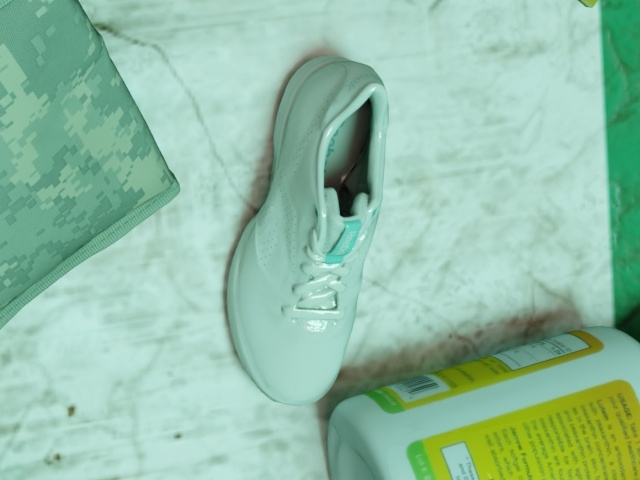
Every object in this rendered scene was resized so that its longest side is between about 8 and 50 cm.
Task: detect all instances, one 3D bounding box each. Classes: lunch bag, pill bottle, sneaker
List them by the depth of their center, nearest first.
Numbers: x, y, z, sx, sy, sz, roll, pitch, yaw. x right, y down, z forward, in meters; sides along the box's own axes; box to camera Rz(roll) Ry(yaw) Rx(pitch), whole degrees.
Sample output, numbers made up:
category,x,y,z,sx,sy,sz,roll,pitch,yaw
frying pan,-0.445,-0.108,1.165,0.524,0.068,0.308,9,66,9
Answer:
category,x,y,z,sx,sy,sz,roll,pitch,yaw
lunch bag,-0.243,-0.034,0.893,0.287,0.169,0.235,-40,152,-9
sneaker,0.000,0.000,1.069,0.080,0.094,0.212,4,99,-21
pill bottle,0.140,0.131,1.119,0.246,0.136,0.136,-15,105,-16

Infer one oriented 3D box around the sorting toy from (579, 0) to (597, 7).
category,x,y,z,sx,sy,sz,roll,pitch,yaw
sorting toy,0.141,-0.274,1.089,0.132,0.046,0.274,-32,109,-10
